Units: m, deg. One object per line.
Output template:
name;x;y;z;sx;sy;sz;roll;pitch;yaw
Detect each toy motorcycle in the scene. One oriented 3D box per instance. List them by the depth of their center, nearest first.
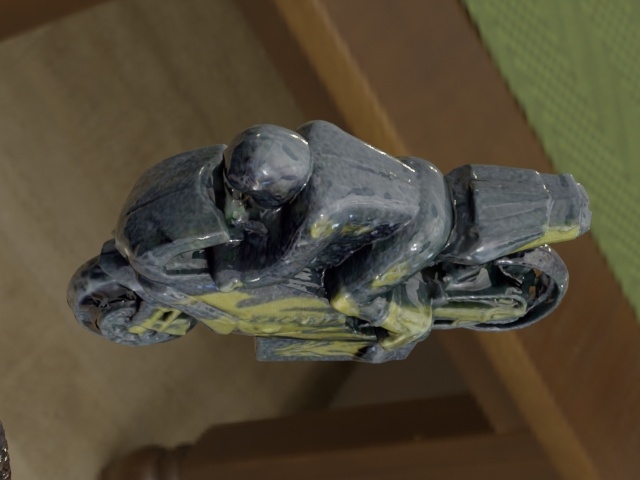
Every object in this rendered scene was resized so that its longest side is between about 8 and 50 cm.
toy motorcycle;0.000;0.000;0.594;0.124;0.193;0.061;88;0;-56

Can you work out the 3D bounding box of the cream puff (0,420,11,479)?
cream puff;-0.370;0.156;1.365;0.165;0.239;0.239;-32;107;-28
